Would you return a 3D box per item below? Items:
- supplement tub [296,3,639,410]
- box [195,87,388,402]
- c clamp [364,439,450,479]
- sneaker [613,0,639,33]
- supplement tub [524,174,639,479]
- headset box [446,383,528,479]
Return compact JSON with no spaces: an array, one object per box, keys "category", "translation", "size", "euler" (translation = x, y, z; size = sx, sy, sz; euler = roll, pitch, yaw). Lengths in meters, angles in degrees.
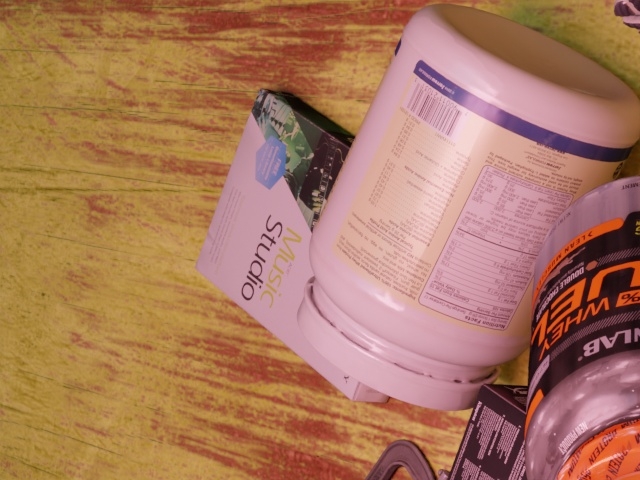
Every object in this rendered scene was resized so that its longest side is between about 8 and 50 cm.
[{"category":"supplement tub","translation":[0.130,-0.030,1.650],"size":[0.235,0.235,0.324],"euler":[44,117,43]},{"category":"box","translation":[0.000,0.000,1.934],"size":[0.322,0.058,0.232],"euler":[36,112,44]},{"category":"c clamp","translation":[0.083,0.280,1.826],"size":[0.160,0.022,0.137],"euler":[-54,49,29]},{"category":"sneaker","translation":[0.375,-0.250,1.525],"size":[0.275,0.107,0.110],"euler":[-25,47,40]},{"category":"supplement tub","translation":[0.265,0.114,1.391],"size":[0.207,0.207,0.338],"euler":[-52,14,31]},{"category":"headset box","translation":[0.236,0.287,1.579],"size":[0.293,0.110,0.218],"euler":[33,110,47]}]
